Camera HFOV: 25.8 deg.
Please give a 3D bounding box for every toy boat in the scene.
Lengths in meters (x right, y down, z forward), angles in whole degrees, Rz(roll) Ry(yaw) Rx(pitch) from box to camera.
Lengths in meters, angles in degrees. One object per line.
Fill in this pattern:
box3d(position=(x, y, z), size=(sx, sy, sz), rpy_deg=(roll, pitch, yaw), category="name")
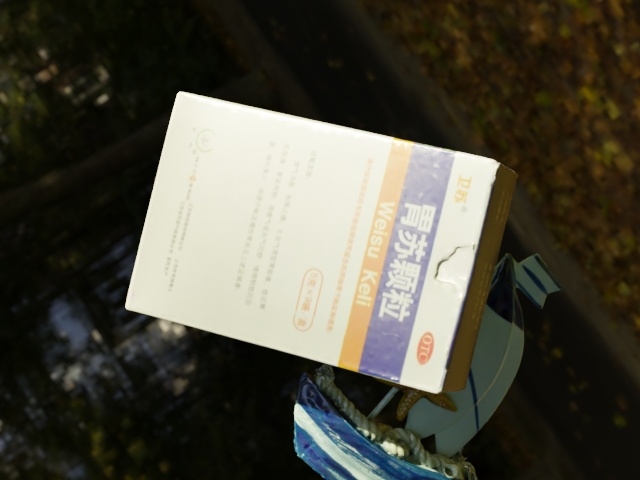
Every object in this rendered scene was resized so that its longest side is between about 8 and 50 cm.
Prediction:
box3d(position=(0.115, 0.125, 1.334), size=(0.220, 0.291, 0.067), rpy_deg=(37, -174, -21), category="toy boat")

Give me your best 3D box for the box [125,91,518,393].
box3d(position=(0.000, 0.000, 1.218), size=(0.300, 0.200, 0.106), rpy_deg=(14, -179, 19), category="box")
